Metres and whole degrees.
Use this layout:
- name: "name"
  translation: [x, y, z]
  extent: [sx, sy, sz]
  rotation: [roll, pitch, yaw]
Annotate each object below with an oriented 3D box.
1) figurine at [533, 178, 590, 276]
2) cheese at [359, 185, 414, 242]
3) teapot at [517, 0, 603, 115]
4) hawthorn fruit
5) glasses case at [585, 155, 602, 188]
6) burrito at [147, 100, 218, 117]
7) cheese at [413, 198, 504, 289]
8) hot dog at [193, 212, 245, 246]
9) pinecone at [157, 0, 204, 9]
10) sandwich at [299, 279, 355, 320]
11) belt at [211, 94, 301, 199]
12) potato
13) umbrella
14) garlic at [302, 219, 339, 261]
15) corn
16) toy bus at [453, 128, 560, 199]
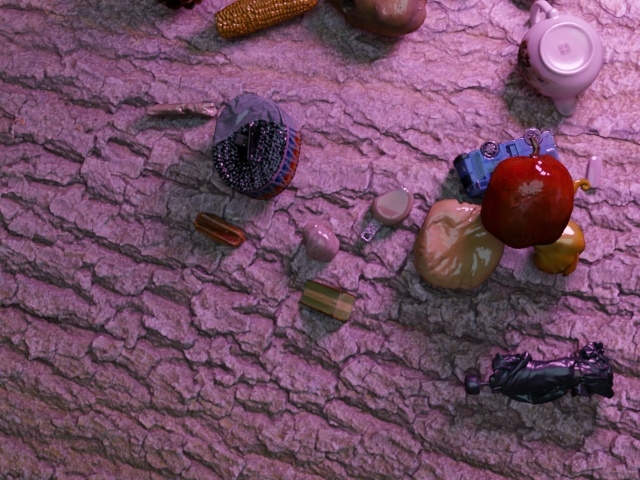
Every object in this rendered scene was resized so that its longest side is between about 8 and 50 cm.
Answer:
- name: "figurine"
  translation: [0.588, -0.033, 1.527]
  extent: [0.157, 0.131, 0.246]
  rotation: [11, 82, -30]
- name: "cheese"
  translation: [0.161, -0.073, 1.600]
  extent: [0.171, 0.047, 0.092]
  rotation: [-32, 81, 1]
- name: "teapot"
  translation: [0.595, -0.469, 1.567]
  extent: [0.205, 0.139, 0.297]
  rotation: [-12, 85, 5]
- name: "hawthorn fruit"
  translation: [0.468, -0.109, 1.408]
  extent: [0.205, 0.205, 0.253]
  rotation: [0, 120, 5]
- name: "glasses case"
  translation: [0.692, -0.173, 1.581]
  extent: [0.032, 0.021, 0.083]
  rotation: [9, 85, 3]
- name: "burrito"
  translation: [-0.368, -0.347, 1.673]
  extent: [0.186, 0.045, 0.041]
  rotation: [0, 49, 6]
- name: "cheese"
  translation: [0.342, 0.013, 1.548]
  extent: [0.214, 0.117, 0.225]
  rotation: [15, 90, 2]
- name: "hot dog"
  translation: [-0.262, -0.028, 1.635]
  extent: [0.144, 0.038, 0.062]
  rotation: [26, 84, 5]
- name: "pinecone"
  translation: [-0.378, -0.720, 1.648]
  extent: [0.208, 0.208, 0.207]
  rotation: [-1, 84, 5]
- name: "sandwich"
  translation: [0.017, 0.153, 1.607]
  extent: [0.117, 0.074, 0.074]
  rotation: [18, 85, 39]
- name: "belt"
  translation: [-0.164, -0.239, 1.597]
  extent: [0.207, 0.150, 0.257]
  rotation: [3, 83, 15]
- name: "potato"
  translation: [0.144, -0.641, 1.620]
  extent: [0.297, 0.141, 0.191]
  rotation: [25, 97, 10]
- name: "umbrella"
  translation: [0.522, 0.327, 1.503]
  extent: [0.349, 0.094, 0.143]
  rotation: [-8, 89, 6]
- name: "garlic"
  translation: [-0.002, 0.003, 1.593]
  extent: [0.113, 0.074, 0.094]
  rotation: [41, 78, -8]
- name: "corn"
  translation: [-0.133, -0.620, 1.660]
  extent: [0.311, 0.101, 0.101]
  rotation: [-20, 82, 9]
- name: "toy bus"
  translation: [0.462, -0.186, 1.554]
  extent: [0.234, 0.116, 0.133]
  rotation: [-15, 86, 1]
